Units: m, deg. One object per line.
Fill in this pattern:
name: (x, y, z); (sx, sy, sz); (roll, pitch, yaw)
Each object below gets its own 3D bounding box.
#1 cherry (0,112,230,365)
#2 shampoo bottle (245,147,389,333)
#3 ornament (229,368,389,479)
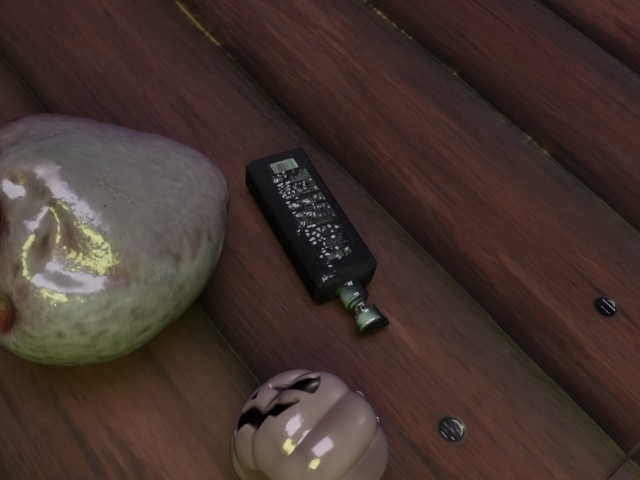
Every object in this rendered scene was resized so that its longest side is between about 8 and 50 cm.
cherry: (-0.273, -0.003, 0.915); (0.335, 0.291, 0.326); (8, 33, -22)
shampoo bottle: (-0.001, 0.000, 1.093); (0.098, 0.071, 0.309); (-18, 58, -23)
ornament: (-0.008, 0.229, 0.857); (0.178, 0.177, 0.177); (5, 53, -6)
